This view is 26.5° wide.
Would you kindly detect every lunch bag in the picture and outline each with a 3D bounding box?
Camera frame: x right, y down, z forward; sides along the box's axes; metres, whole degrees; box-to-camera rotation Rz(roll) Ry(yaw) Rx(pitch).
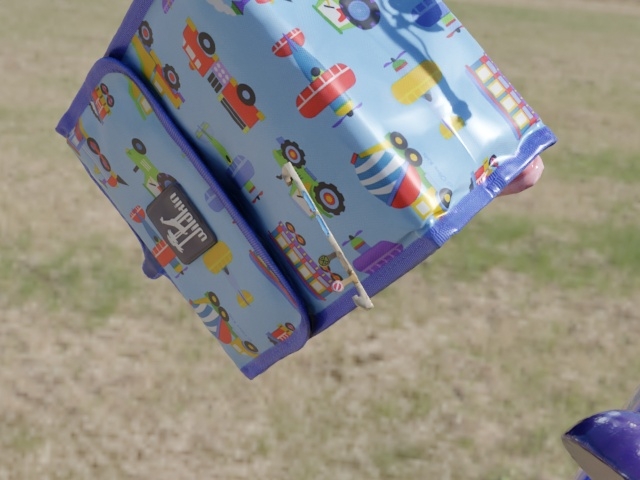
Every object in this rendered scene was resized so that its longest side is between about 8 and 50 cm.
[{"bbox_3d":[-0.041,-0.052,0.854,0.138,0.221,0.293,-40,0,-41],"label":"lunch bag"}]

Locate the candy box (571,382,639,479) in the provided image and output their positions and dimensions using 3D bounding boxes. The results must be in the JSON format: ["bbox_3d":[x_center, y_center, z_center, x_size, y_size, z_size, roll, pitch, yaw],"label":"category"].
[{"bbox_3d":[0.329,0.120,1.085,0.122,0.317,0.268,39,11,11],"label":"candy box"}]

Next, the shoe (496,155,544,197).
[{"bbox_3d":[0.099,-0.073,1.086,0.063,0.081,0.178,-48,25,-23],"label":"shoe"}]

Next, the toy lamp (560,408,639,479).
[{"bbox_3d":[0.213,0.002,0.537,0.080,0.274,0.080,42,-7,7],"label":"toy lamp"}]

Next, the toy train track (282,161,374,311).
[{"bbox_3d":[0.000,0.000,0.673,0.014,0.083,0.048,-30,-10,1],"label":"toy train track"}]
